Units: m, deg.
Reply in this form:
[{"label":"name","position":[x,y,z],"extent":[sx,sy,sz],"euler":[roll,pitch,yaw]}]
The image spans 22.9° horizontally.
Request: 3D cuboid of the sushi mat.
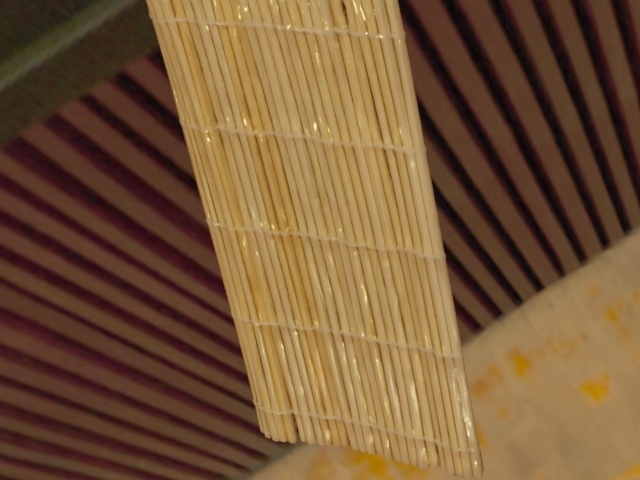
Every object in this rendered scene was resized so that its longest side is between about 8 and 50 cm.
[{"label":"sushi mat","position":[0.000,0.000,0.867],"extent":[0.151,0.316,0.019],"euler":[5,36,27]}]
